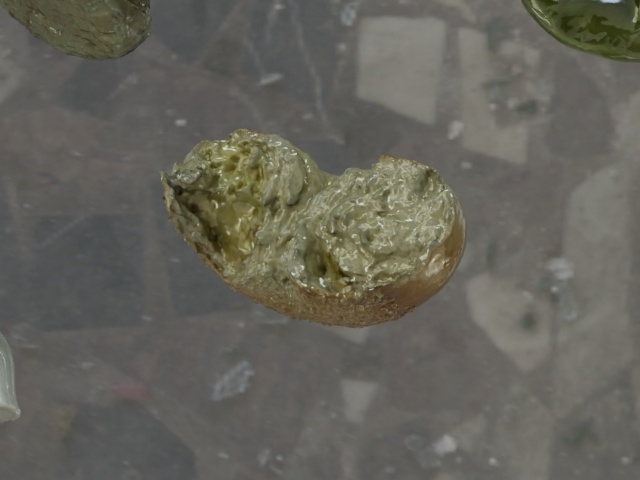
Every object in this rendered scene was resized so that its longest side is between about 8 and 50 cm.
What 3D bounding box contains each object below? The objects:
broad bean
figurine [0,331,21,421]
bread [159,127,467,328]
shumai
[{"bbox_3d":[0.286,-0.229,1.363,0.206,0.153,0.072,-9,140,2],"label":"broad bean"},{"bbox_3d":[-0.355,0.155,1.270,0.189,0.142,0.263,3,61,7],"label":"figurine"},{"bbox_3d":[-0.002,0.001,1.502,0.192,0.314,0.171,57,51,-64],"label":"bread"},{"bbox_3d":[-0.122,-0.156,0.731,0.124,0.099,0.087,49,63,-22],"label":"shumai"}]
